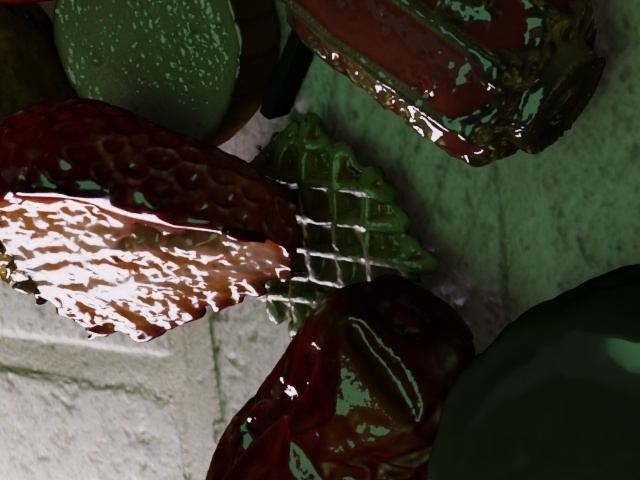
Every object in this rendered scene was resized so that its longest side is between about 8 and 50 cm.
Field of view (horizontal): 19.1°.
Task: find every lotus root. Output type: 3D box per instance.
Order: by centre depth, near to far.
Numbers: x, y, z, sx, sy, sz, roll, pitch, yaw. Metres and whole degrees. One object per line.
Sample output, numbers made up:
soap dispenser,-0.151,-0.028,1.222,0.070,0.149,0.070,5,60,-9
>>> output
lotus root,-0.305,-0.103,1.829,0.193,0.193,0.291,0,108,37

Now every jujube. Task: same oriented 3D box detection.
jujube,0.021,0.177,1.634,0.216,0.216,0.342,43,134,17

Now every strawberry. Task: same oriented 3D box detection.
strawberry,-0.172,-0.043,1.673,0.280,0.150,0.253,-21,136,39

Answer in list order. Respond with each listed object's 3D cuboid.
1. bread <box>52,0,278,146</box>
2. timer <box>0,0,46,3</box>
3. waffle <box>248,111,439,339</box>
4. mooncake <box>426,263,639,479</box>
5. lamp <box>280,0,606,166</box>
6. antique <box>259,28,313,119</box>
bread,-0.142,-0.193,1.727,0.236,0.070,0.236,13,114,32
timer,-0.241,-0.383,1.565,0.378,0.279,0.378,-12,72,40
waffle,0.000,0.000,1.697,0.208,0.054,0.214,49,134,9
mooncake,0.271,0.193,1.474,0.356,0.194,0.356,12,113,30
lamp,0.090,-0.181,1.490,0.274,0.177,0.177,41,126,19
antique,-0.009,-0.187,1.652,0.015,0.031,0.192,43,128,26
